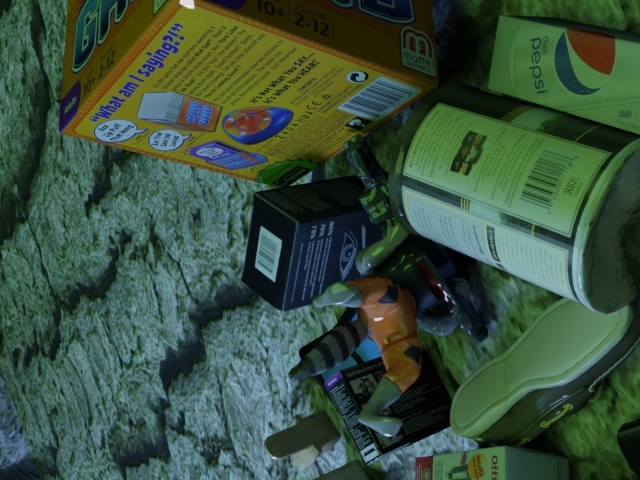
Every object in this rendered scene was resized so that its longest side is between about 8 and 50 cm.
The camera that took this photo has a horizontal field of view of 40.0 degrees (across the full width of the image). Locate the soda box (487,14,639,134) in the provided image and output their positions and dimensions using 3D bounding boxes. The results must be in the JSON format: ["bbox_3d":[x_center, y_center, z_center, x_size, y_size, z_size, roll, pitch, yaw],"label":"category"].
[{"bbox_3d":[0.318,-0.181,0.961,0.286,0.098,0.091,33,123,50],"label":"soda box"}]

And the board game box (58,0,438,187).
[{"bbox_3d":[-0.105,-0.326,1.167,0.356,0.356,0.357,-28,57,49],"label":"board game box"}]

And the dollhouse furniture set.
[{"bbox_3d":[-0.050,0.534,1.561,0.303,0.173,0.356,54,135,26],"label":"dollhouse furniture set"}]

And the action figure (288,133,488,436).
[{"bbox_3d":[0.067,0.048,1.172,0.178,0.330,0.341,-27,100,28],"label":"action figure"}]

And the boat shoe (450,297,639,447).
[{"bbox_3d":[0.296,0.172,1.117,0.324,0.096,0.117,-49,23,40],"label":"boat shoe"}]

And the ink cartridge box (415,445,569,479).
[{"bbox_3d":[0.232,0.356,1.189,0.176,0.127,0.128,-26,54,49],"label":"ink cartridge box"}]

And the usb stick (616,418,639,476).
[{"bbox_3d":[0.416,0.212,0.957,0.077,0.045,0.278,62,159,14],"label":"usb stick"}]

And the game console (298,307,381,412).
[{"bbox_3d":[0.048,0.188,1.423,0.144,0.124,0.085,52,161,28],"label":"game console"}]

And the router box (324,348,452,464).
[{"bbox_3d":[0.109,0.235,1.287,0.046,0.178,0.133,-44,66,43],"label":"router box"}]

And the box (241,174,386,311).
[{"bbox_3d":[0.000,0.000,1.328,0.108,0.207,0.153,34,123,40],"label":"box"}]

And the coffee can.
[{"bbox_3d":[0.246,-0.056,1.029,0.275,0.201,0.202,26,119,42],"label":"coffee can"}]
